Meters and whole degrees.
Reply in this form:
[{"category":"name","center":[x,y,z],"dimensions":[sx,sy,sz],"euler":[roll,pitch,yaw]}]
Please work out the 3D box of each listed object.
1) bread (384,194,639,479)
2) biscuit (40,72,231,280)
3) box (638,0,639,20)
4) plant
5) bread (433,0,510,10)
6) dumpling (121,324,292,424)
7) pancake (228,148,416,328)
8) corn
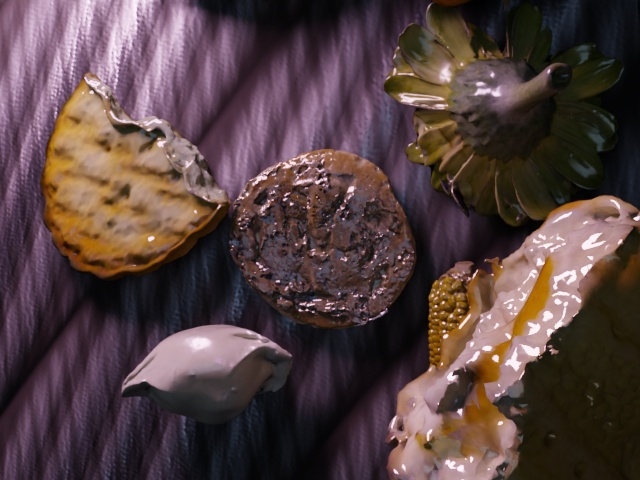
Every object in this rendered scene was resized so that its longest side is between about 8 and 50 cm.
[{"category":"bread","center":[0.296,0.191,0.670],"dimensions":[0.394,0.250,0.361],"euler":[39,85,-18]},{"category":"biscuit","center":[-0.306,-0.109,0.942],"dimensions":[0.330,0.078,0.334],"euler":[-14,87,16]},{"category":"box","center":[0.514,-0.313,0.698],"dimensions":[0.226,0.149,0.225],"euler":[0,91,14]},{"category":"plant","center":[0.226,-0.141,0.754],"dimensions":[0.306,0.297,0.261],"euler":[15,125,-2]},{"category":"bread","center":[0.091,-0.441,0.717],"dimensions":[0.183,0.236,0.388],"euler":[-39,58,-7]},{"category":"dumpling","center":[-0.160,0.201,0.878],"dimensions":[0.250,0.162,0.132],"euler":[-13,51,3]},{"category":"pancake","center":[0.000,0.000,0.877],"dimensions":[0.283,0.049,0.282],"euler":[0,91,13]},{"category":"corn","center":[0.193,0.189,0.810],"dimensions":[0.097,0.097,0.319],"euler":[-1,92,14]}]
